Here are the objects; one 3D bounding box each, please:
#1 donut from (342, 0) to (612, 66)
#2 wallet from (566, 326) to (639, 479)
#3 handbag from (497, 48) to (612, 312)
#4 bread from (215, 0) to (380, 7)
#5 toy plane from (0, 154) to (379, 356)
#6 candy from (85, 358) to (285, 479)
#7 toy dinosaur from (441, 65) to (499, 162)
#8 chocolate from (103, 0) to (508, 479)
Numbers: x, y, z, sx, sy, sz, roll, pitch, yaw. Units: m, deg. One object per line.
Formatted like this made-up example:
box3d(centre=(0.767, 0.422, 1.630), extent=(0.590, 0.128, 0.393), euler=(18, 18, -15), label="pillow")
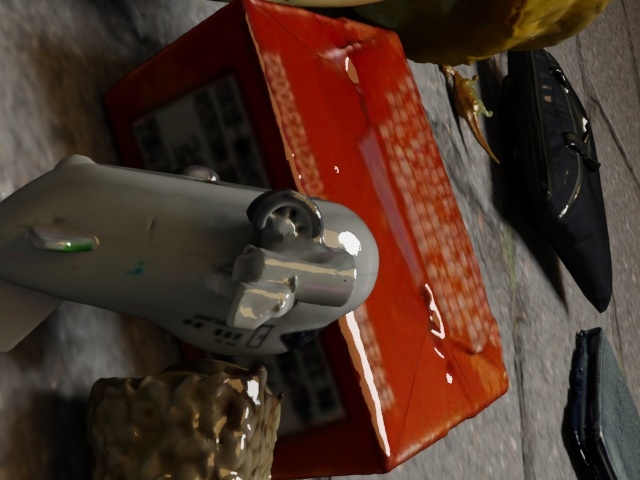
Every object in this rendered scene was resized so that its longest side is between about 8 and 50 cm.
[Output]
box3d(centre=(0.076, -0.280, 0.982), extent=(0.160, 0.330, 0.330), euler=(-23, 94, -40), label="donut")
box3d(centre=(0.290, 0.201, 1.401), extent=(0.167, 0.036, 0.222), euler=(64, 22, -16), label="wallet")
box3d(centre=(0.237, -0.083, 1.440), extent=(0.211, 0.089, 0.254), euler=(54, 26, -50), label="handbag")
box3d(centre=(-0.032, -0.246, 0.739), extent=(0.316, 0.211, 0.270), euler=(0, 47, -48), label="bread")
box3d(centre=(-0.056, 0.009, 0.588), extent=(0.174, 0.174, 0.080), euler=(-7, 105, -68), label="toy plane")
box3d(centre=(-0.056, 0.100, 0.591), extent=(0.095, 0.085, 0.110), euler=(37, 49, -67), label="candy")
box3d(centre=(0.140, -0.119, 1.315), extent=(0.041, 0.026, 0.113), euler=(-10, 73, -62), label="toy dinosaur")
box3d(centre=(0.000, 0.000, 0.777), extent=(0.235, 0.108, 0.237), euler=(-13, 86, -69), label="chocolate")
